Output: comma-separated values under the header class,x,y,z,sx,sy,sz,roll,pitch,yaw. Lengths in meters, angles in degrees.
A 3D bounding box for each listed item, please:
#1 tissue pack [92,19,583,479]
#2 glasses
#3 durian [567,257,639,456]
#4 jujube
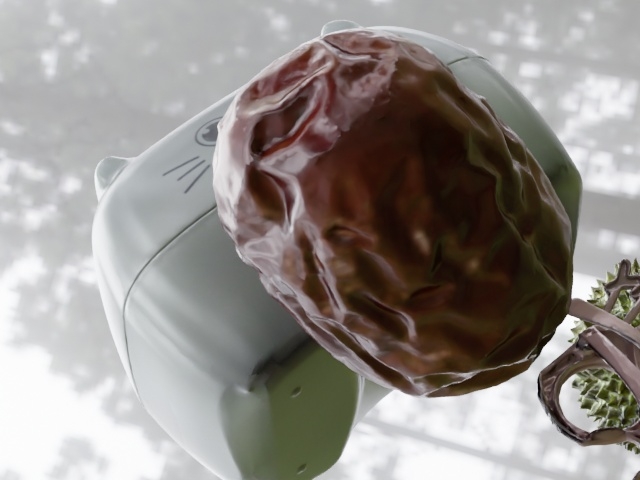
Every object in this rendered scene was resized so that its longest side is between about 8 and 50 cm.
class,x,y,z,sx,sy,sz,roll,pitch,yaw
tissue pack,0.000,0.000,1.402,0.333,0.236,0.229,-33,-31,-20
glasses,0.251,0.102,1.311,0.162,0.255,0.095,-17,-35,-18
durian,0.272,0.086,1.549,0.198,0.146,0.159,109,-179,-53
jujube,0.045,-0.013,1.150,0.250,0.174,0.174,41,-113,-38
